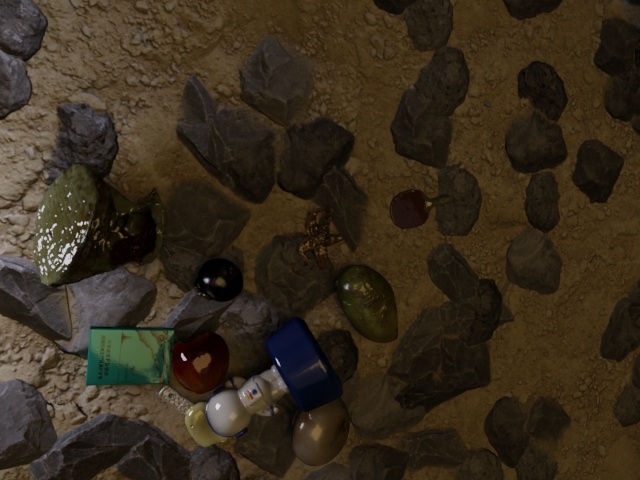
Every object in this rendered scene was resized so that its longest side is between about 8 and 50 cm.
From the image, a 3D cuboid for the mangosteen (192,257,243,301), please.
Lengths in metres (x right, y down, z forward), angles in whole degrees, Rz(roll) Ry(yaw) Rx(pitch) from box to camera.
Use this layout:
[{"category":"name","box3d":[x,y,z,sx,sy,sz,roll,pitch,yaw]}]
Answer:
[{"category":"mangosteen","box3d":[-0.302,0.123,1.488,0.151,0.137,0.137,-33,108,20]}]

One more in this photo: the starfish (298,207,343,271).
[{"category":"starfish","box3d":[-0.002,-0.002,1.633,0.150,0.053,0.210,-7,101,-7]}]

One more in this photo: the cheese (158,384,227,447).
[{"category":"cheese","box3d":[-0.374,0.517,1.521,0.255,0.050,0.127,42,80,-18]}]

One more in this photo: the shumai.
[{"category":"shumai","box3d":[-0.558,-0.013,1.352,0.288,0.292,0.330,22,92,-56]}]

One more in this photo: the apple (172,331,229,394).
[{"category":"apple","box3d":[-0.340,0.353,1.470,0.156,0.147,0.158,-18,93,-52]}]

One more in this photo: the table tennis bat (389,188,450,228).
[{"category":"table tennis bat","box3d":[0.345,-0.119,1.761,0.234,0.022,0.131,-17,99,-17]}]

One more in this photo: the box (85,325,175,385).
[{"category":"box","box3d":[-0.536,0.327,1.449,0.226,0.042,0.161,4,93,-21]}]

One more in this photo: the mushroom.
[{"category":"mushroom","box3d":[-0.009,0.586,1.609,0.226,0.178,0.226,-26,126,-42]}]

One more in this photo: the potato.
[{"category":"potato","box3d":[0.161,0.207,1.656,0.176,0.141,0.298,-31,112,-2]}]

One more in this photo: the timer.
[{"category":"timer","box3d":[-0.157,0.429,1.499,0.383,0.270,0.270,-29,104,-9]}]

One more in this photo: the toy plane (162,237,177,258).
[{"category":"toy plane","box3d":[-0.451,0.013,1.467,0.078,0.024,0.084,-37,106,-33]}]
